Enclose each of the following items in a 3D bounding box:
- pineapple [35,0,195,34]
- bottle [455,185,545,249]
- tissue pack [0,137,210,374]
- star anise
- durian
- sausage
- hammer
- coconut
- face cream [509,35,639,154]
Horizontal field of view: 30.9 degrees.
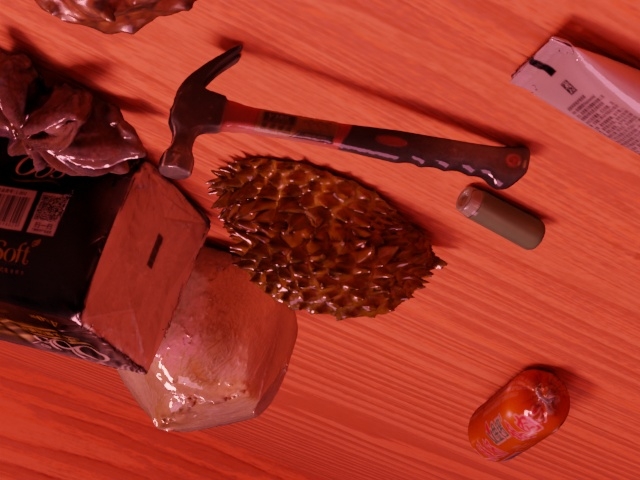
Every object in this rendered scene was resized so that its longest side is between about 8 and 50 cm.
[{"bbox_3d":[-0.111,-0.234,0.543,0.157,0.158,0.279,15,150,8],"label":"pineapple"},{"bbox_3d":[0.162,-0.021,1.039,0.083,0.030,0.030,26,160,-21],"label":"bottle"},{"bbox_3d":[-0.334,0.000,1.298,0.369,0.210,0.198,10,154,26],"label":"tissue pack"},{"bbox_3d":[-0.254,-0.114,1.093,0.196,0.073,0.212,18,165,10],"label":"star anise"},{"bbox_3d":[0.000,0.000,1.148,0.252,0.145,0.139,10,-178,8],"label":"durian"},{"bbox_3d":[0.274,0.238,1.583,0.092,0.093,0.312,17,162,2],"label":"sausage"},{"bbox_3d":[0.023,-0.080,0.915,0.287,0.111,0.033,11,165,-4],"label":"hammer"},{"bbox_3d":[-0.145,0.133,1.451,0.227,0.231,0.227,15,161,5],"label":"coconut"},{"bbox_3d":[0.250,-0.070,0.786,0.243,0.058,0.092,25,167,-3],"label":"face cream"}]
